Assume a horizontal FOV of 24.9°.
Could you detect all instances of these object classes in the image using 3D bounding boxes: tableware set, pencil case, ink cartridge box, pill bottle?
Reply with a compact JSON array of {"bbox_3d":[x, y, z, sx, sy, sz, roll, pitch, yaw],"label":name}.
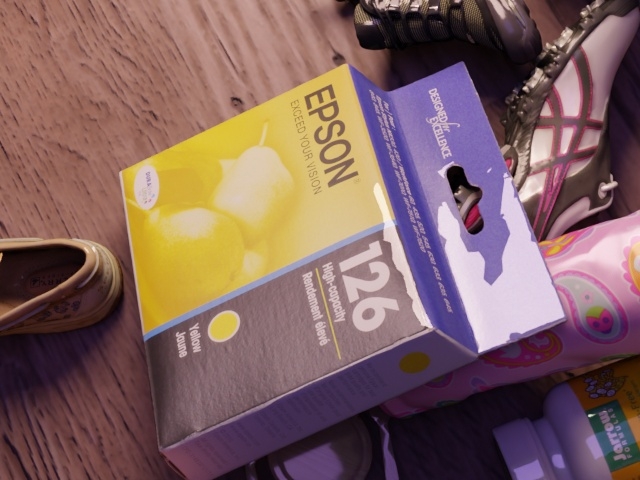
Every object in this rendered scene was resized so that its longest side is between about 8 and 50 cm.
[{"bbox_3d":[-0.010,0.121,1.200,0.128,0.039,0.194,-6,78,-5],"label":"tableware set"},{"bbox_3d":[0.169,0.056,1.114,0.284,0.124,0.124,-16,72,22],"label":"pencil case"},{"bbox_3d":[0.000,0.000,1.129,0.307,0.072,0.304,-27,45,12],"label":"ink cartridge box"},{"bbox_3d":[0.244,0.150,1.121,0.208,0.117,0.118,-20,73,1],"label":"pill bottle"}]

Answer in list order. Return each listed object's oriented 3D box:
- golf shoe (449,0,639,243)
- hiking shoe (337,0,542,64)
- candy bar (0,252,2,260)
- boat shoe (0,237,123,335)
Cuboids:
[{"bbox_3d":[0.203,-0.084,1.214,0.120,0.105,0.273,33,86,-1],"label":"golf shoe"},{"bbox_3d":[0.090,-0.193,1.242,0.114,0.086,0.227,-47,53,-5],"label":"hiking shoe"},{"bbox_3d":[-0.337,0.036,1.186,0.161,0.018,0.040,-5,60,11],"label":"candy bar"},{"bbox_3d":[-0.315,0.046,1.226,0.285,0.089,0.105,-16,74,2],"label":"boat shoe"}]
